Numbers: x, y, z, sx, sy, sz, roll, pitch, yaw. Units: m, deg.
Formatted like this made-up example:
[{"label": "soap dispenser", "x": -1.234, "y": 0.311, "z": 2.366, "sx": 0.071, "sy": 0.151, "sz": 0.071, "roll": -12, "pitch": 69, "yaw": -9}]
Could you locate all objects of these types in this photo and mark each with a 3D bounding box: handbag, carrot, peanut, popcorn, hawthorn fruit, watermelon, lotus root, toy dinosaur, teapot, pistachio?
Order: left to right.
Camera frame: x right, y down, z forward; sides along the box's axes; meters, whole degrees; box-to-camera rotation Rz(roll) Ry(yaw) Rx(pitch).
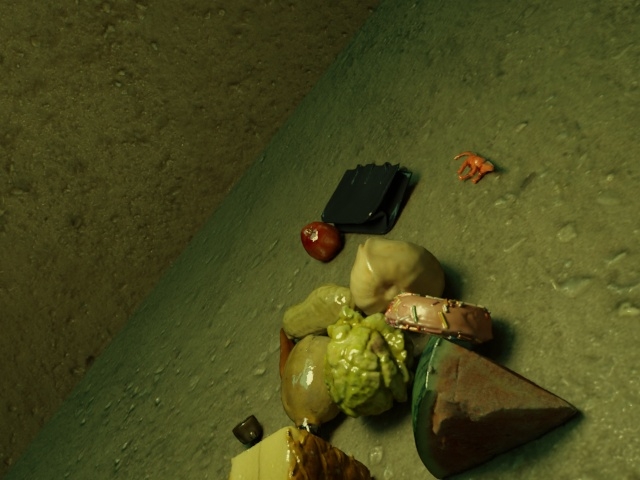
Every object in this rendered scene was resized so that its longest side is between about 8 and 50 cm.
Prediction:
[{"label": "teapot", "x": -0.204, "y": 0.546, "z": 1.765, "sx": 0.076, "sy": 0.068, "sz": 0.121, "roll": -34, "pitch": -3, "yaw": -22}, {"label": "carrot", "x": -0.094, "y": 0.347, "z": 1.875, "sx": 0.069, "sy": 0.069, "sz": 0.336, "roll": -45, "pitch": 19, "yaw": 10}, {"label": "lotus root", "x": -0.016, "y": 0.383, "z": 1.575, "sx": 0.183, "sy": 0.183, "sz": 0.309, "roll": -26, "pitch": 40, "yaw": 41}, {"label": "hawthorn fruit", "x": 0.000, "y": 0.000, "z": 2.088, "sx": 0.133, "sy": 0.138, "sz": 0.132, "roll": -29, "pitch": 47, "yaw": 37}, {"label": "peanut", "x": 0.004, "y": 0.208, "z": 1.815, "sx": 0.319, "sy": 0.148, "sz": 0.147, "roll": -29, "pitch": 32, "yaw": 45}, {"label": "handbag", "x": 0.161, "y": -0.152, "z": 2.071, "sx": 0.326, "sy": 0.118, "sz": 0.269, "roll": 7, "pitch": 67, "yaw": 60}, {"label": "popcorn", "x": 0.112, "y": 0.284, "z": 1.433, "sx": 0.213, "sy": 0.259, "sz": 0.259, "roll": 7, "pitch": 48, "yaw": 11}, {"label": "pistachio", "x": 0.185, "y": 0.093, "z": 1.534, "sx": 0.230, "sy": 0.229, "sz": 0.309, "roll": -41, "pitch": -14, "yaw": 17}, {"label": "toy dinosaur", "x": 0.438, "y": -0.215, "z": 1.787, "sx": 0.101, "sy": 0.055, "sz": 0.279, "roll": -42, "pitch": 23, "yaw": -5}, {"label": "watermelon", "x": 0.300, "y": 0.271, "z": 1.191, "sx": 0.293, "sy": 0.283, "sz": 0.250, "roll": -18, "pitch": 48, "yaw": 7}]

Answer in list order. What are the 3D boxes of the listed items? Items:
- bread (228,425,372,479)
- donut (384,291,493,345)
[{"label": "bread", "x": -0.030, "y": 0.552, "z": 1.221, "sx": 0.207, "sy": 0.279, "sz": 0.279, "roll": -38, "pitch": 27, "yaw": 23}, {"label": "donut", "x": 0.255, "y": 0.164, "z": 1.323, "sx": 0.199, "sy": 0.233, "sz": 0.085, "roll": 36, "pitch": -116, "yaw": -82}]
